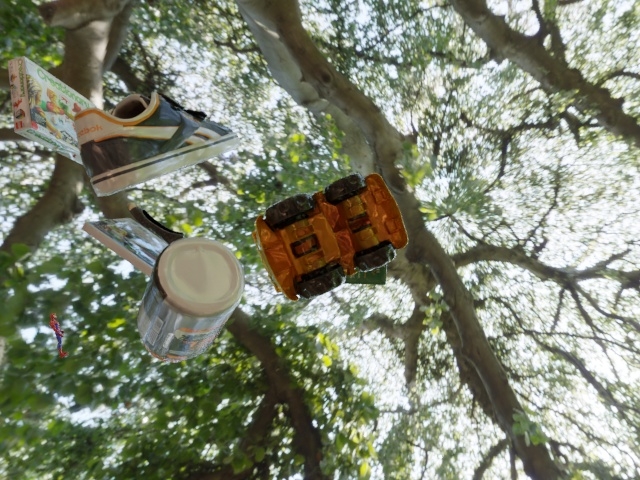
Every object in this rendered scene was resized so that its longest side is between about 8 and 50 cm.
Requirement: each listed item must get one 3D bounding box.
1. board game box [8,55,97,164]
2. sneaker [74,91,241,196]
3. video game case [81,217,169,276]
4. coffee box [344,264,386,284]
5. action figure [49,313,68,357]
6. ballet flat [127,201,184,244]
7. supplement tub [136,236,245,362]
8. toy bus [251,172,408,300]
[{"bbox_3d":[-0.699,-0.330,1.432,0.053,0.305,0.193,-14,-101,8],"label":"board game box"},{"bbox_3d":[-0.240,-0.169,0.838,0.126,0.321,0.127,-16,-79,25],"label":"sneaker"},{"bbox_3d":[-0.395,0.016,1.183,0.201,0.183,0.023,34,-81,5],"label":"video game case"},{"bbox_3d":[0.053,0.037,1.157,0.184,0.040,0.113,0,-77,1],"label":"coffee box"},{"bbox_3d":[-0.682,0.245,1.390,0.030,0.038,0.115,-18,-78,-16],"label":"action figure"},{"bbox_3d":[-0.426,-0.046,1.383,0.173,0.057,0.049,38,-79,0],"label":"ballet flat"},{"bbox_3d":[-0.182,0.089,0.725,0.117,0.117,0.190,46,-40,8],"label":"supplement tub"},{"bbox_3d":[0.000,0.000,0.870,0.220,0.211,0.149,-24,-91,-16],"label":"toy bus"}]
